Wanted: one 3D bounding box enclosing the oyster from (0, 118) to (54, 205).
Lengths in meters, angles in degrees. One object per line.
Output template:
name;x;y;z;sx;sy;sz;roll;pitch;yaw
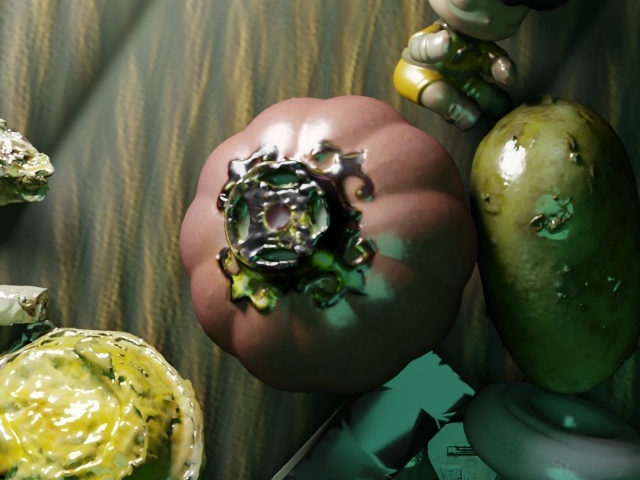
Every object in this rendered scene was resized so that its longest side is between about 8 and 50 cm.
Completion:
oyster;-0.353;-0.079;1.863;0.166;0.053;0.108;-7;86;6

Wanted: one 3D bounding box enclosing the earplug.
earplug;0.277;0.268;1.848;0.175;0.214;0.325;-41;104;10

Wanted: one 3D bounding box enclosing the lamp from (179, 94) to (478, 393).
lamp;0.000;0.000;1.767;0.305;0.239;0.305;-4;78;20

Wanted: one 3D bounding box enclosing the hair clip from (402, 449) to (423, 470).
hair clip;0.085;0.177;1.919;0.054;0.022;0.137;0;98;-1

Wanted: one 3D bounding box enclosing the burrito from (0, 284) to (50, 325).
burrito;-0.378;0.067;1.884;0.185;0.041;0.045;2;120;-2

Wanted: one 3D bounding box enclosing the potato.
potato;0.242;0.006;1.820;0.173;0.210;0.307;-10;104;5

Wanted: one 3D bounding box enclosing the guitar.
guitar;0.155;0.304;1.935;0.088;0.025;0.233;1;97;-2

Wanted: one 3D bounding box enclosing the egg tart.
egg tart;-0.258;0.190;1.812;0.291;0.107;0.290;-2;62;4

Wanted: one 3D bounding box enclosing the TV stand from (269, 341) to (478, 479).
TV stand;0.043;0.216;1.877;0.088;0.083;0.269;42;100;-2

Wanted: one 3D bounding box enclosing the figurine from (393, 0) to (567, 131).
figurine;0.158;-0.248;1.805;0.192;0.167;0.256;6;121;-44
